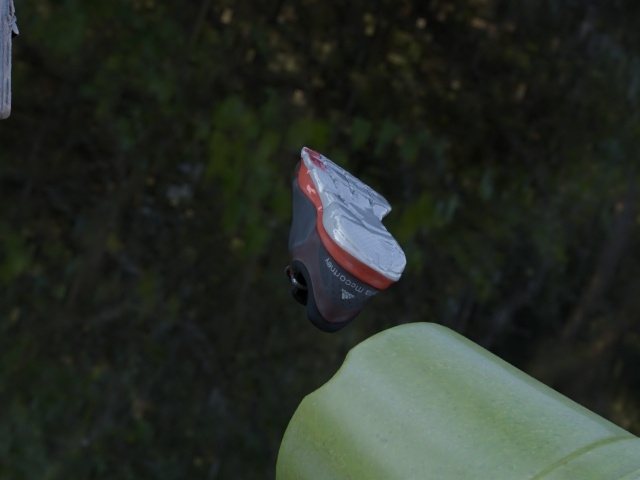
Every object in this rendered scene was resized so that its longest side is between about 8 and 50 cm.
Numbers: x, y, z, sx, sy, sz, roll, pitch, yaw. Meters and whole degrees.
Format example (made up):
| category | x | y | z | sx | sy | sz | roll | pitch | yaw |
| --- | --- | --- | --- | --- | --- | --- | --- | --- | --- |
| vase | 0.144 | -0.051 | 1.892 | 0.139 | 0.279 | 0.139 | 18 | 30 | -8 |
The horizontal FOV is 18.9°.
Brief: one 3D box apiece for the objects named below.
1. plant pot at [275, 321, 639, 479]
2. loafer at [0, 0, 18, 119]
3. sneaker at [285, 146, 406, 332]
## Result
| category | x | y | z | sx | sy | sz | roll | pitch | yaw |
| --- | --- | --- | --- | --- | --- | --- | --- | --- | --- |
| plant pot | 0.111 | 0.195 | 1.309 | 0.276 | 0.276 | 0.254 | 25 | 10 | -49 |
| loafer | -0.249 | -0.150 | 1.469 | 0.039 | 0.125 | 0.045 | 15 | -20 | -25 |
| sneaker | 0.000 | 0.000 | 1.031 | 0.061 | 0.065 | 0.158 | 32 | 15 | -14 |
